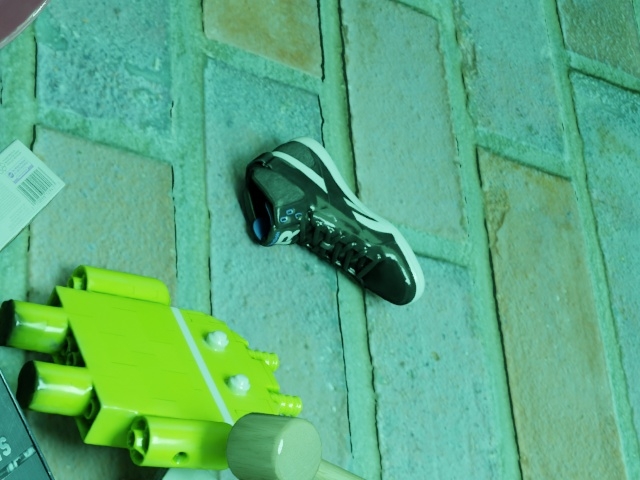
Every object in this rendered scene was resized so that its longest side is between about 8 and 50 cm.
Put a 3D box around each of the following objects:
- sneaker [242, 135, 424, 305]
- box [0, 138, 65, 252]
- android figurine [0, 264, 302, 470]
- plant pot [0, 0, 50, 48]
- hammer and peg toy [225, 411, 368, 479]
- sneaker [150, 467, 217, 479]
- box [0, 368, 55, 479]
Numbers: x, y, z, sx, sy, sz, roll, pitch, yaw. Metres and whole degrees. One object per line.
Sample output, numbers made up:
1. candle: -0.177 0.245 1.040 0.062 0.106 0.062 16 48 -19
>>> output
1. sneaker: 0.000 0.000 1.640 0.217 0.079 0.121 49 46 11
2. box: -0.334 0.030 1.348 0.067 0.063 0.324 43 44 -7
3. android figurine: -0.143 0.115 1.404 0.273 0.056 0.248 12 29 -31
4. plant pot: -0.343 -0.298 1.485 0.180 0.201 0.201 36 43 9
5. hammer and peg toy: 0.016 0.328 1.280 0.266 0.127 0.361 14 79 -42
6. sneaker: -0.114 0.318 1.302 0.169 0.108 0.292 40 43 -7
7. box: -0.313 0.202 1.212 0.233 0.059 0.183 -36 109 -46
